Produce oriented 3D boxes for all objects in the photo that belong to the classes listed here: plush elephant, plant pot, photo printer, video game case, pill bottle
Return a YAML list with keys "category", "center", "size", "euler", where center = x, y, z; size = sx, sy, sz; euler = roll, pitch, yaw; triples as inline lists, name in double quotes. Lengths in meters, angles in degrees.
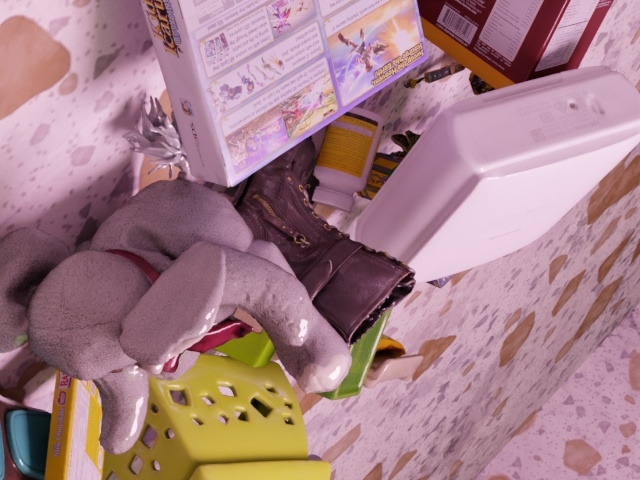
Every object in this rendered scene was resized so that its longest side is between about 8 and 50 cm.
- category: "plush elephant"
  center: [-0.164, 0.069, 1.275]
  size: [0.255, 0.271, 0.330]
  euler: [-48, 134, -41]
- category: "plant pot"
  center: [-0.136, 0.288, 1.642]
  size: [0.227, 0.207, 0.228]
  euler: [6, 124, -41]
- category: "photo printer"
  center: [0.187, -0.058, 1.538]
  size: [0.256, 0.107, 0.307]
  euler: [-17, 161, -29]
- category: "video game case"
  center: [-0.032, -0.217, 1.206]
  size: [0.269, 0.061, 0.244]
  euler: [-35, 125, -33]
- category: "pill bottle"
  center: [0.030, -0.095, 1.598]
  size: [0.065, 0.065, 0.116]
  euler: [25, 81, -68]

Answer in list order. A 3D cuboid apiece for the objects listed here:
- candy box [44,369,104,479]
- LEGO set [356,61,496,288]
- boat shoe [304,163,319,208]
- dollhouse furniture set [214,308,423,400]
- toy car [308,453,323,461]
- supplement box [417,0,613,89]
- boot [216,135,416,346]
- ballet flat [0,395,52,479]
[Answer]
- category: "candy box"
  center: [-0.245, 0.185, 1.401]
  size: [0.105, 0.027, 0.206]
  euler: [69, 17, -54]
- category: "LEGO set"
  center: [0.143, -0.100, 1.785]
  size: [0.331, 0.192, 0.255]
  euler: [-48, 129, -17]
- category: "boat shoe"
  center: [-0.023, -0.047, 1.651]
  size: [0.133, 0.042, 0.049]
  euler: [-52, -177, 4]
- category: "dollhouse furniture set"
  center: [0.014, 0.088, 1.761]
  size: [0.301, 0.197, 0.151]
  euler: [3, 107, -67]
- category: "toy car"
  center: [-0.079, 0.354, 2.042]
  size: [0.188, 0.155, 0.149]
  euler: [-43, 160, -53]
- category: "supplement box"
  center: [0.215, -0.294, 1.524]
  size: [0.129, 0.191, 0.194]
  euler: [-21, 144, -49]
- category: "boot"
  center: [0.000, 0.000, 1.480]
  size: [0.263, 0.229, 0.091]
  euler: [-52, 162, -42]
- category: "ballet flat"
  center: [-0.345, 0.194, 1.300]
  size: [0.139, 0.139, 0.400]
  euler: [-48, 159, -8]
